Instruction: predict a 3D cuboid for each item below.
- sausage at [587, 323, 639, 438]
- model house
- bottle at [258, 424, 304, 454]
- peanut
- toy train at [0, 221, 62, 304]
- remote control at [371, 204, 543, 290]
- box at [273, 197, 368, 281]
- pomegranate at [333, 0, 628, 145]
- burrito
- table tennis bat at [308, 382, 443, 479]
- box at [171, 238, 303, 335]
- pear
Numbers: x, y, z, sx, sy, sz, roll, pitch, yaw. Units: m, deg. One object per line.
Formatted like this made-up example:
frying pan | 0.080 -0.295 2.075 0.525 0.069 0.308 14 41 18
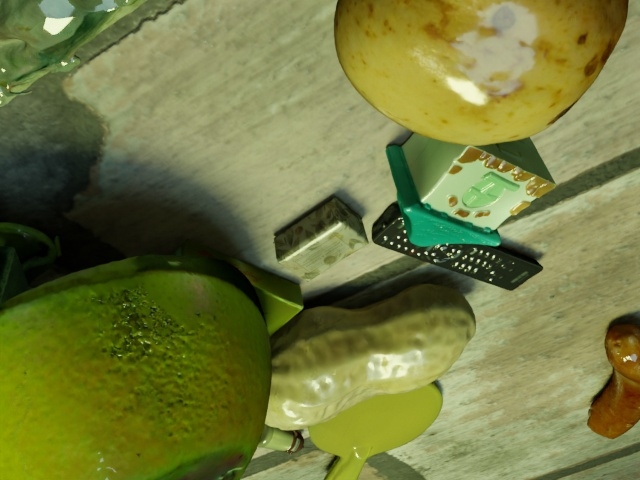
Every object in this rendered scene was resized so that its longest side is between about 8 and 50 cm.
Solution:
sausage | 0.502 0.231 1.091 0.103 0.076 0.302 -14 138 1
model house | 0.137 -0.058 0.689 0.127 0.100 0.149 18 132 -27
bottle | -0.069 0.326 1.106 0.063 0.047 0.101 -9 151 41
peanut | 0.052 0.147 0.872 0.314 0.149 0.149 -15 138 2
toy train | -0.376 0.093 0.713 0.189 0.159 0.271 1 141 -7
remote control | 0.173 0.014 0.828 0.245 0.025 0.063 19 131 -29
box | 0.000 0.000 0.763 0.098 0.045 0.062 -36 133 23
pomegranate | 0.104 -0.178 0.480 0.216 0.215 0.215 -6 138 -5
burrito | -0.207 -0.185 0.506 0.309 0.066 0.096 -32 131 18
table tennis bat | 0.075 0.336 1.143 0.224 0.054 0.368 3 132 -16
box | -0.186 0.129 0.867 0.173 0.043 0.311 26 126 -33
pear | -0.198 0.214 0.690 0.399 0.165 0.398 -26 145 -20
